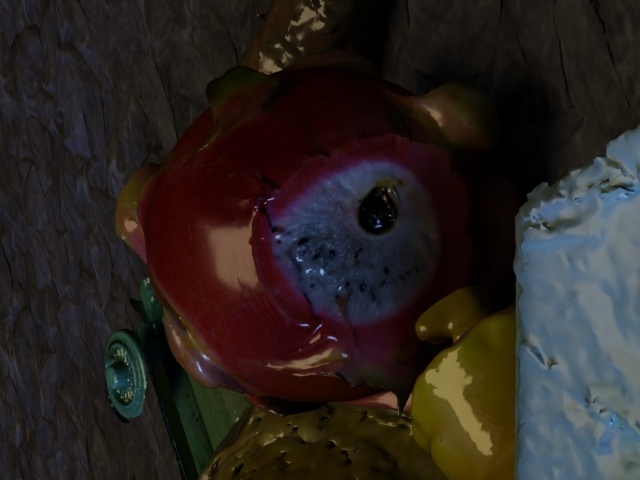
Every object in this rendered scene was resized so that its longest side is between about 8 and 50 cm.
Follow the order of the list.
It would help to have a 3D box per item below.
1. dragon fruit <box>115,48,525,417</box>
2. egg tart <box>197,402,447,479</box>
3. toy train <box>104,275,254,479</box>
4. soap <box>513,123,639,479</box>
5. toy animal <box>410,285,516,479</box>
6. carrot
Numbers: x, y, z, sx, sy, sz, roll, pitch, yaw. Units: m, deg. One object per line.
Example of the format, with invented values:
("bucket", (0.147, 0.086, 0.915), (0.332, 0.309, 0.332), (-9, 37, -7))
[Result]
("dragon fruit", (0.001, -0.002, 1.128), (0.227, 0.224, 0.224), (-146, 51, -71))
("egg tart", (0.010, 0.248, 1.180), (0.345, 0.132, 0.345), (5, 98, 42))
("toy train", (-0.061, 0.139, 1.402), (0.307, 0.126, 0.189), (70, 153, 24))
("soap", (0.204, 0.104, 0.711), (0.261, 0.156, 0.446), (12, 109, 42))
("toy animal", (0.126, 0.105, 0.963), (0.230, 0.156, 0.156), (-123, 34, -46))
("carrot", (-0.009, -0.106, 1.271), (0.102, 0.102, 0.263), (61, 143, 37))
